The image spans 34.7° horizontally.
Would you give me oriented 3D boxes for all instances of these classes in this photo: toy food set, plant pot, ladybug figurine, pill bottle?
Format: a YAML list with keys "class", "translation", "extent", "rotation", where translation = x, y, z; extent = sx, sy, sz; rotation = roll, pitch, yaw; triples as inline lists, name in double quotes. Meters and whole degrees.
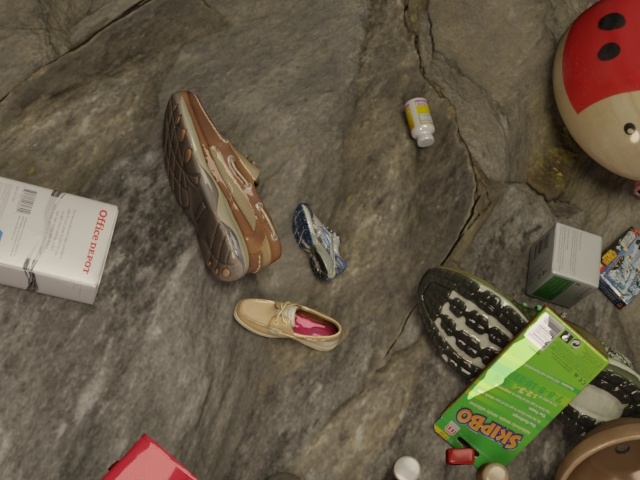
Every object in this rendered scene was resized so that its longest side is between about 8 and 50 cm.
- class: "toy food set"
  translation: [0.192, 0.364, 1.512]
  extent: [0.232, 0.104, 0.111]
  rotation: [-3, 77, 1]
- class: "plant pot"
  translation: [0.465, 0.347, 1.539]
  extent: [0.237, 0.237, 0.109]
  rotation: [18, 30, -8]
- class: "ladybug figurine"
  translation: [0.594, -0.314, 1.908]
  extent: [0.305, 0.162, 0.449]
  rotation: [6, 53, -4]
- class: "pill bottle"
  translation: [0.178, -0.209, 1.817]
  extent: [0.043, 0.043, 0.083]
  rotation: [-3, 65, -19]

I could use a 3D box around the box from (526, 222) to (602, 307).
- class: "box"
  translation: [0.410, 0.043, 1.726]
  extent: [0.087, 0.101, 0.102]
  rotation: [17, 61, -9]

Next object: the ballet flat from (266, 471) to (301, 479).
- class: "ballet flat"
  translation: [-0.074, 0.437, 1.399]
  extent: [0.084, 0.058, 0.249]
  rotation: [3, 52, 17]

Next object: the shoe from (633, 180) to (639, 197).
- class: "shoe"
  translation: [0.667, -0.099, 1.907]
  extent: [0.178, 0.063, 0.081]
  rotation: [15, 61, -4]

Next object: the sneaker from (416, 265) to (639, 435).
- class: "sneaker"
  translation: [0.340, 0.163, 1.651]
  extent: [0.410, 0.158, 0.182]
  rotation: [33, 28, 3]

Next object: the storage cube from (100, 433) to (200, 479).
- class: "storage cube"
  translation: [-0.226, 0.396, 1.291]
  extent: [0.215, 0.183, 0.193]
  rotation: [41, 60, 6]

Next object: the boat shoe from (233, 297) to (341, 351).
- class: "boat shoe"
  translation: [-0.046, 0.119, 1.565]
  extent: [0.170, 0.059, 0.063]
  rotation: [16, 60, -9]

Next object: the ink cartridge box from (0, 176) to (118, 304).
- class: "ink cartridge box"
  translation: [-0.407, 0.000, 1.500]
  extent: [0.191, 0.082, 0.139]
  rotation: [15, 60, -11]

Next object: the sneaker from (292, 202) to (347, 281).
- class: "sneaker"
  translation: [0.000, 0.000, 1.655]
  extent: [0.058, 0.052, 0.135]
  rotation: [-15, 76, -34]

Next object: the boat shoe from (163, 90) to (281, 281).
- class: "boat shoe"
  translation: [-0.157, -0.090, 1.615]
  extent: [0.116, 0.123, 0.324]
  rotation: [-13, 74, -31]

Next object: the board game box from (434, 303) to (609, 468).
- class: "board game box"
  translation: [0.299, 0.231, 1.547]
  extent: [0.124, 0.039, 0.259]
  rotation: [42, 103, 3]

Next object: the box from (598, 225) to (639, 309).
- class: "box"
  translation: [0.539, 0.047, 1.808]
  extent: [0.137, 0.027, 0.094]
  rotation: [-36, 80, -30]
